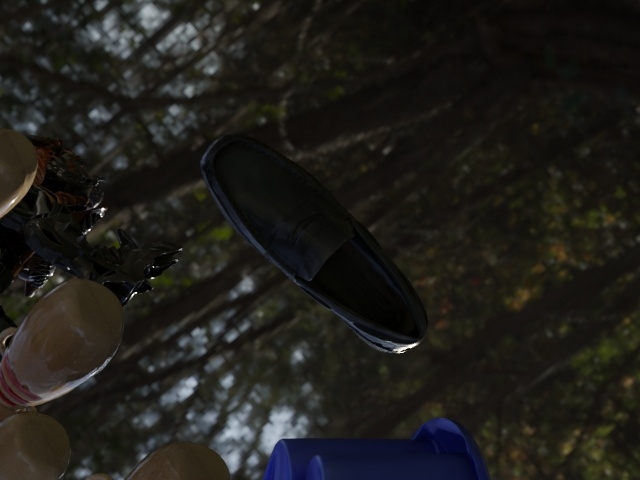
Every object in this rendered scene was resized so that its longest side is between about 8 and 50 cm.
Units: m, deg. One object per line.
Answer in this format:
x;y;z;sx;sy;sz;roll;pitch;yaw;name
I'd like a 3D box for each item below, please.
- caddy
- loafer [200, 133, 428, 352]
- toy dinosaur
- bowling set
0.047;0.305;0.996;0.179;0.341;0.241;9;176;-16;caddy
0.000;0.000;0.986;0.223;0.076;0.078;44;171;-8;loafer
-0.252;0.005;0.976;0.218;0.164;0.322;44;-138;4;toy dinosaur
-0.207;0.091;0.705;0.200;0.154;0.287;-17;-108;-49;bowling set
